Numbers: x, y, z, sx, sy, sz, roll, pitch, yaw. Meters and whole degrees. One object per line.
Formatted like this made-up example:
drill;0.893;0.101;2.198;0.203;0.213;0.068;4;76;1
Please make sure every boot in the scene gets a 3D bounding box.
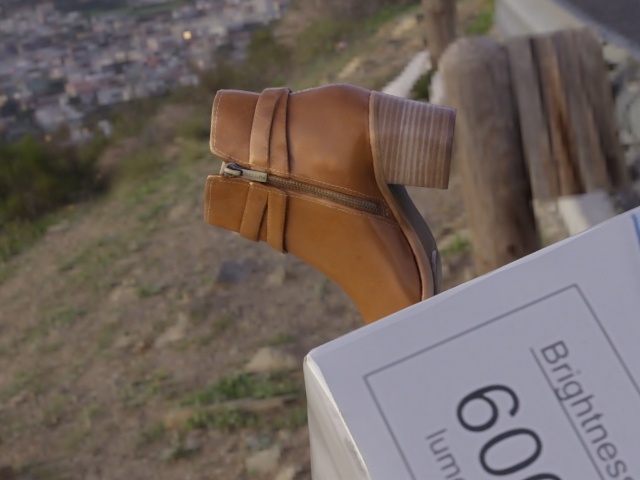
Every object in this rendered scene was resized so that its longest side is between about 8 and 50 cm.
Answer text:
boot;0.000;0.000;1.219;0.220;0.283;0.109;6;20;7

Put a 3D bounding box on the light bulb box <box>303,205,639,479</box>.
light bulb box;0.228;0.148;0.430;0.361;0.358;0.225;-24;-21;-9
